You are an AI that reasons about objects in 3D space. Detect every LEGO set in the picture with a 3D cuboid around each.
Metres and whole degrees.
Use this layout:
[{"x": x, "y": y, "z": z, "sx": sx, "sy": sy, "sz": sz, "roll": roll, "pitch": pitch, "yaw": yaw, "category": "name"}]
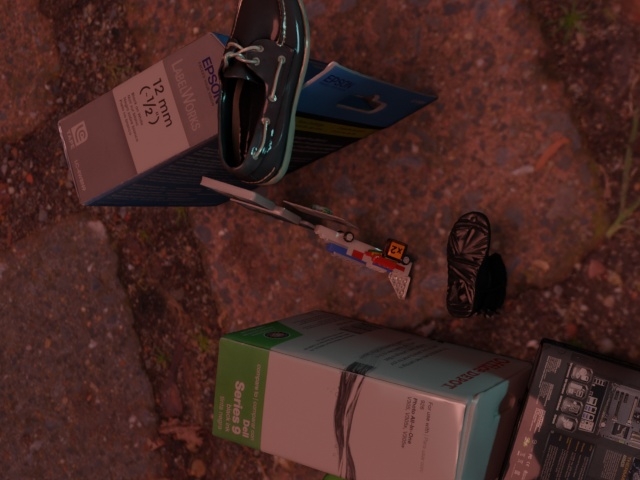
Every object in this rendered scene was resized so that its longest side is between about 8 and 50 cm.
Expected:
[{"x": 0.000, "y": 0.000, "z": 1.043, "sx": 0.244, "sy": 0.182, "sz": 0.060, "roll": 18, "pitch": 85, "yaw": 28, "category": "LEGO set"}]

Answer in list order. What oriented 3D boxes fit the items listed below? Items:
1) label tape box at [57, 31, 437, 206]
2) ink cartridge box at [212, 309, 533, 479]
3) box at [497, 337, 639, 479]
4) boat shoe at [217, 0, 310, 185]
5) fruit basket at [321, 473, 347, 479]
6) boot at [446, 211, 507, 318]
[{"x": -0.080, "y": -0.146, "z": 1.039, "sx": 0.348, "sy": 0.249, "sz": 0.115, "roll": -24, "pitch": 79, "yaw": 29, "category": "label tape box"}, {"x": 0.060, "y": 0.173, "z": 1.004, "sx": 0.289, "sy": 0.211, "sz": 0.121, "roll": 11, "pitch": 99, "yaw": 30, "category": "ink cartridge box"}, {"x": 0.278, "y": 0.235, "z": 0.920, "sx": 0.183, "sy": 0.059, "sz": 0.232, "roll": 16, "pitch": 93, "yaw": 11, "category": "box"}, {"x": -0.058, "y": -0.154, "z": 0.844, "sx": 0.075, "sy": 0.065, "sz": 0.206, "roll": 4, "pitch": 91, "yaw": 28, "category": "boat shoe"}, {"x": 0.095, "y": 0.435, "z": 0.994, "sx": 0.392, "sy": 0.283, "sz": 0.392, "roll": 8, "pitch": 112, "yaw": 19, "category": "fruit basket"}, {"x": 0.173, "y": 0.028, "z": 0.991, "sx": 0.045, "sy": 0.099, "sz": 0.121, "roll": 10, "pitch": 97, "yaw": 31, "category": "boot"}]
